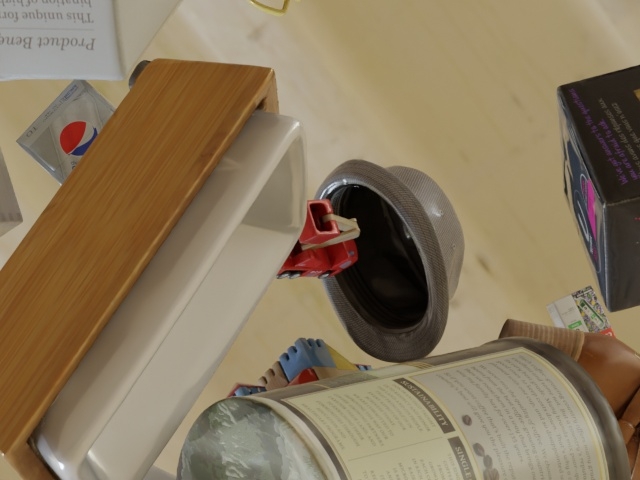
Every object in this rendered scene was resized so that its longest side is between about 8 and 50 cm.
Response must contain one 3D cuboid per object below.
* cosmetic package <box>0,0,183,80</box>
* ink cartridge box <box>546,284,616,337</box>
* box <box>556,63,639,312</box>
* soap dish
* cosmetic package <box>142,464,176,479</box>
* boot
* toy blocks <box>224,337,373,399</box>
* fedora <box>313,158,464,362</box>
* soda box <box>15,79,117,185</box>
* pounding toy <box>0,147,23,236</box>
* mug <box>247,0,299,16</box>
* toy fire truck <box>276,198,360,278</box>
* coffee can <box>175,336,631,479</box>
[{"bbox_3d":[-0.329,-0.400,1.693,0.329,0.394,0.327,3,-152,9],"label":"cosmetic package"},{"bbox_3d":[0.349,0.123,2.181,0.062,0.115,0.029,-22,172,-20],"label":"ink cartridge box"},{"bbox_3d":[0.353,-0.066,1.427,0.270,0.165,0.143,-15,-127,1],"label":"box"},{"bbox_3d":[-0.125,0.034,1.103,0.291,0.118,0.229,-56,169,-16],"label":"soap dish"},{"bbox_3d":[-0.127,0.387,1.704,0.377,0.284,0.097,17,-139,40],"label":"cosmetic package"},{"bbox_3d":[0.253,0.226,1.680,0.109,0.220,0.283,-81,-172,-77],"label":"boot"},{"bbox_3d":[0.018,0.251,2.233,0.191,0.381,0.261,-46,-124,30],"label":"toy blocks"},{"bbox_3d":[0.107,0.012,2.205,0.124,0.275,0.243,-26,-174,-38],"label":"fedora"},{"bbox_3d":[-0.250,-0.103,1.798,0.098,0.091,0.286,-47,-177,-2],"label":"soda box"},{"bbox_3d":[-0.431,-0.058,1.883,0.130,0.141,0.100,-29,164,35],"label":"pounding toy"},{"bbox_3d":[-0.038,-0.248,1.478,0.078,0.064,0.062,-85,-160,-44],"label":"mug"},{"bbox_3d":[0.000,0.000,2.038,0.135,0.047,0.192,-29,162,32],"label":"toy fire truck"},{"bbox_3d":[0.062,0.189,1.221,0.275,0.202,0.201,-8,-179,-39],"label":"coffee can"}]
